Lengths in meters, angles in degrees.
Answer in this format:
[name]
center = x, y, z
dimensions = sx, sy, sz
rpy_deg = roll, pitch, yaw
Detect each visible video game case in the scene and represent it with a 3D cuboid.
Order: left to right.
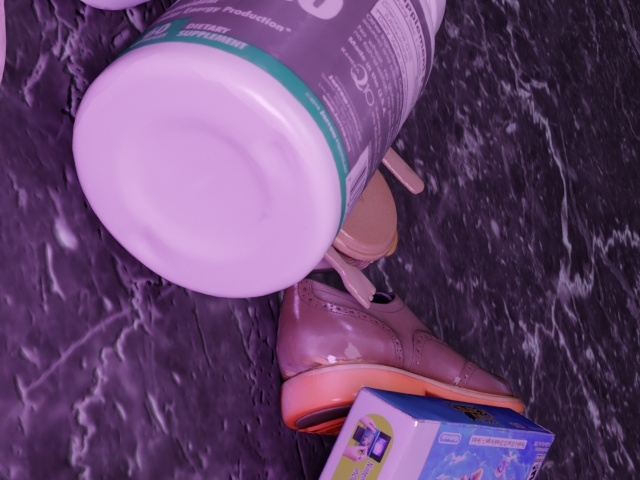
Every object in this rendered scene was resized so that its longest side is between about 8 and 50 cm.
[video game case]
center = 0.074, 0.252, 0.963
dimensions = 0.269, 0.061, 0.244
rpy_deg = 18, 98, -54

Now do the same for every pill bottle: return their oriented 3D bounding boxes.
[pill bottle]
center = -0.026, -0.135, 0.934
dimensions = 0.204, 0.204, 0.361
rpy_deg = 61, 34, -23

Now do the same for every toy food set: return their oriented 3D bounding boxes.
[toy food set]
center = 0.022, -0.031, 1.058
dimensions = 0.132, 0.038, 0.192
rpy_deg = 47, 39, -15

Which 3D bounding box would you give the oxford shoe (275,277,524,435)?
[oxford shoe]
center = 0.088, 0.114, 1.099
dimensions = 0.363, 0.130, 0.133
rpy_deg = 22, 51, -55

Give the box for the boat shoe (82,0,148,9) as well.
[boat shoe]
center = -0.129, -0.272, 0.927
dimensions = 0.102, 0.108, 0.301
rpy_deg = 41, 38, 6

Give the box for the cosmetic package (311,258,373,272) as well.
[cosmetic package]
center = 0.000, 0.000, 1.077
dimensions = 0.115, 0.041, 0.060
rpy_deg = -7, 83, -59

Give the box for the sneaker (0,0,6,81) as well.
[sneaker]
center = -0.265, -0.220, 0.675
dimensions = 0.121, 0.108, 0.302
rpy_deg = -6, 85, -63
